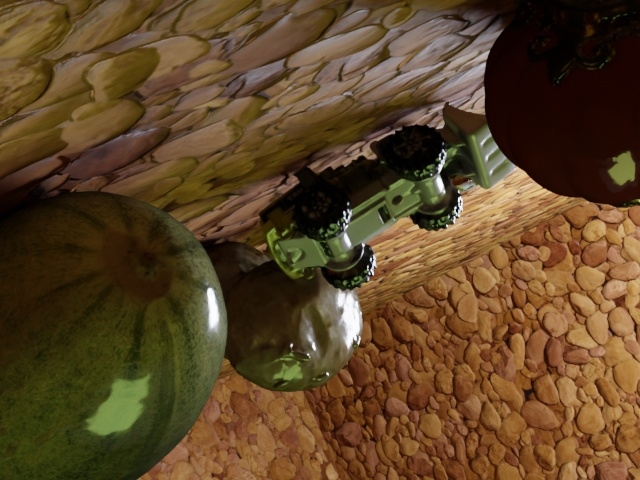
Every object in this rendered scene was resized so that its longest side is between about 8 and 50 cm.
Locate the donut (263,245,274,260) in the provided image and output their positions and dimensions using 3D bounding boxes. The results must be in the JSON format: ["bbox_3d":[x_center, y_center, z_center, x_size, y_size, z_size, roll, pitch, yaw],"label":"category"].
[{"bbox_3d":[0.000,0.000,1.635,0.117,0.065,0.166,-14,168,-45],"label":"donut"}]

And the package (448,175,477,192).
[{"bbox_3d":[0.224,-0.093,1.798,0.108,0.031,0.121,-21,177,-18],"label":"package"}]

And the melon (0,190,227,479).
[{"bbox_3d":[-0.205,0.089,0.994,0.249,0.248,0.329,-18,167,-35],"label":"melon"}]

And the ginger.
[{"bbox_3d":[-0.092,0.089,1.447,0.304,0.155,0.244,0,-155,36],"label":"ginger"}]

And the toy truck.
[{"bbox_3d":[0.069,-0.057,1.303,0.286,0.111,0.136,-31,142,-2],"label":"toy truck"}]

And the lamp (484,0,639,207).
[{"bbox_3d":[0.249,-0.124,0.997,0.227,0.226,0.227,-23,172,-3],"label":"lamp"}]
